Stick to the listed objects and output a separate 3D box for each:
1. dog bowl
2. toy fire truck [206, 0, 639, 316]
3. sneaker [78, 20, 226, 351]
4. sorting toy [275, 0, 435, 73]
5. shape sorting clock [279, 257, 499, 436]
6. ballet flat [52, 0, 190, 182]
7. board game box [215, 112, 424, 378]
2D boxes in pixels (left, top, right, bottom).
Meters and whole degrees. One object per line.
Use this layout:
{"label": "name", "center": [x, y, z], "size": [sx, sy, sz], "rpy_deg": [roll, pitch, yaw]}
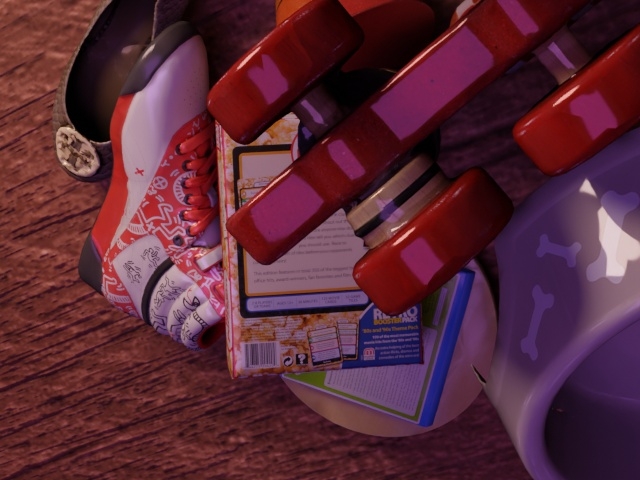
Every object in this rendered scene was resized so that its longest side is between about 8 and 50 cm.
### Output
{"label": "dog bowl", "center": [0.268, 0.065, 0.832], "size": [0.349, 0.102, 0.348], "rpy_deg": [-5, 139, -4]}
{"label": "toy fire truck", "center": [0.082, -0.103, 0.801], "size": [0.302, 0.254, 0.169], "rpy_deg": [-41, 91, 20]}
{"label": "sneaker", "center": [-0.095, -0.031, 1.022], "size": [0.145, 0.090, 0.270], "rpy_deg": [34, 129, 14]}
{"label": "sorting toy", "center": [0.082, -0.245, 0.865], "size": [0.365, 0.127, 0.126], "rpy_deg": [-41, 67, 30]}
{"label": "shape sorting clock", "center": [0.044, 0.062, 1.054], "size": [0.206, 0.040, 0.206], "rpy_deg": [6, 111, 16]}
{"label": "ballet flat", "center": [-0.157, -0.140, 1.018], "size": [0.084, 0.058, 0.250], "rpy_deg": [35, 123, 2]}
{"label": "board game box", "center": [0.000, 0.000, 0.970], "size": [0.147, 0.045, 0.193], "rpy_deg": [-3, 99, -9]}
